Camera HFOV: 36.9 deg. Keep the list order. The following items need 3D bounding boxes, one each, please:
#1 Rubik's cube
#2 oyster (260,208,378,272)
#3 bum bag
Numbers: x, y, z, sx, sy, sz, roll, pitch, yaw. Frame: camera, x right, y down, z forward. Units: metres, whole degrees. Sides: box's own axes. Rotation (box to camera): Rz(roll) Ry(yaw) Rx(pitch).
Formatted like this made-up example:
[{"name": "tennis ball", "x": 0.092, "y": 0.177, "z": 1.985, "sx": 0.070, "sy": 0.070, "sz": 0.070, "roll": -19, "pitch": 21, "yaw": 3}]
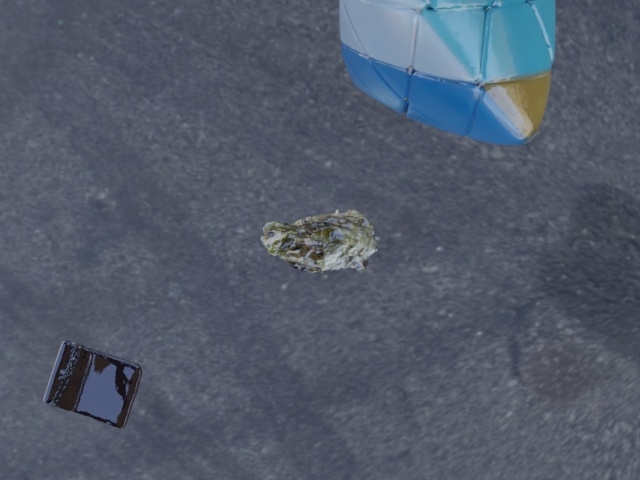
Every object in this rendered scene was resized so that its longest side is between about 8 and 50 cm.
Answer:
[{"name": "Rubik's cube", "x": 0.125, "y": -0.198, "z": 0.896, "sx": 0.254, "sy": 0.254, "sz": 0.254, "roll": -1, "pitch": 86, "yaw": 23}, {"name": "oyster", "x": 0.001, "y": 0.003, "z": 1.319, "sx": 0.165, "sy": 0.053, "sz": 0.108, "roll": -15, "pitch": 65, "yaw": -16}, {"name": "bum bag", "x": -0.362, "y": 0.228, "z": 1.522, "sx": 0.159, "sy": 0.026, "sz": 0.109, "roll": 13, "pitch": 84, "yaw": 23}]
